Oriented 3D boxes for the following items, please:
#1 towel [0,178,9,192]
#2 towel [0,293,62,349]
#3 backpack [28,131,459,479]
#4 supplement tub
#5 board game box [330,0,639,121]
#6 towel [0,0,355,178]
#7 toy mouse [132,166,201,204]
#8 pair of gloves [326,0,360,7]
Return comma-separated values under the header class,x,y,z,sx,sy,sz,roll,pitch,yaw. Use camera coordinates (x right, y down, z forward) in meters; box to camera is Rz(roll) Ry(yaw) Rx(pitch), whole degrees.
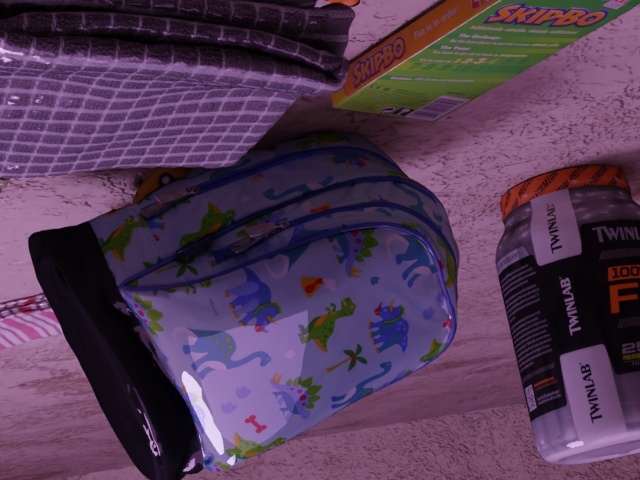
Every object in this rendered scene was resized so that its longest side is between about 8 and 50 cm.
class,x,y,z,sx,sy,sz,roll,pitch,yaw
towel,-0.368,-0.035,1.232,0.110,0.027,0.148,6,157,-40
towel,-0.360,0.104,1.692,0.197,0.029,0.144,-14,164,12
backpack,-0.044,0.051,1.253,0.355,0.290,0.273,-31,-149,-22
supplement tub,0.313,0.086,1.520,0.194,0.316,0.193,-10,163,-3
board game box,0.134,-0.165,1.082,0.124,0.039,0.259,4,161,-40
towel,-0.136,-0.124,0.895,0.284,0.121,0.235,0,161,-23
toy mouse,-0.147,-0.035,1.320,0.161,0.031,0.143,-29,157,8
pair of gloves,-0.015,-0.181,0.984,0.083,0.010,0.074,-13,163,14
